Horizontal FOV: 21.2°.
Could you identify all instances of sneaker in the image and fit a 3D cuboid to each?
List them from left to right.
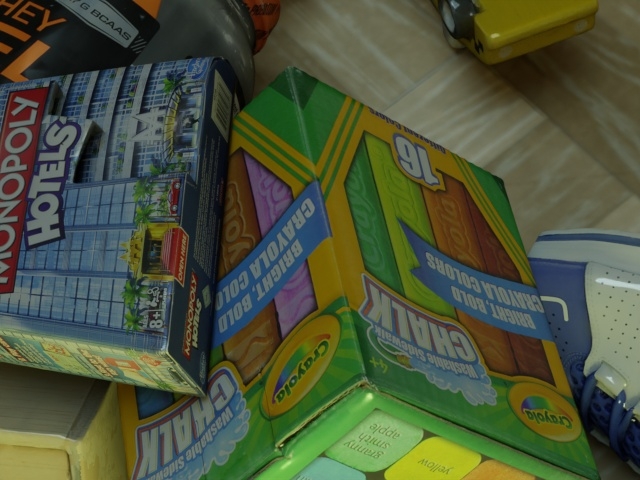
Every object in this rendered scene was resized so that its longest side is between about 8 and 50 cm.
[{"bbox_3d":[0.223,0.126,0.947,0.315,0.127,0.182,23,64,19],"label":"sneaker"}]

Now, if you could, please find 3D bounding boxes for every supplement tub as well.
[{"bbox_3d":[-0.172,-0.071,1.088,0.193,0.193,0.316,25,66,22],"label":"supplement tub"}]

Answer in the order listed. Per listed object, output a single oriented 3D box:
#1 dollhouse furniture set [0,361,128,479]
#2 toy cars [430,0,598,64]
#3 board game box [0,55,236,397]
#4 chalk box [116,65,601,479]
[{"bbox_3d":[-0.274,0.223,0.851,0.256,0.362,0.394,5,33,11],"label":"dollhouse furniture set"},{"bbox_3d":[0.022,-0.204,1.202,0.393,0.087,0.176,18,52,23],"label":"toy cars"},{"bbox_3d":[-0.150,-0.010,0.902,0.194,0.060,0.194,-5,61,16],"label":"board game box"},{"bbox_3d":[0.014,0.088,0.915,0.179,0.180,0.289,-41,43,28],"label":"chalk box"}]
